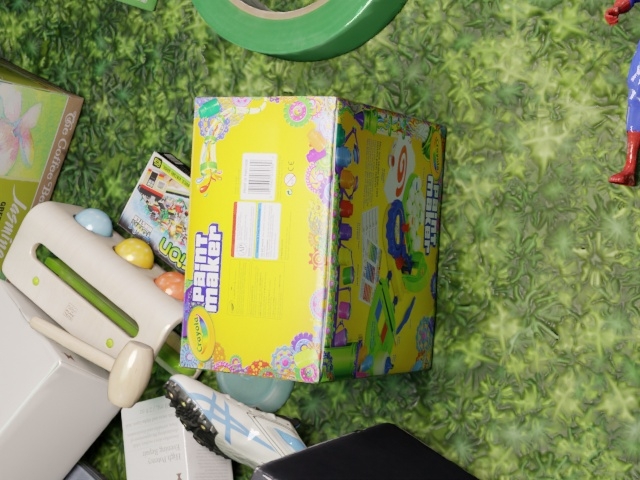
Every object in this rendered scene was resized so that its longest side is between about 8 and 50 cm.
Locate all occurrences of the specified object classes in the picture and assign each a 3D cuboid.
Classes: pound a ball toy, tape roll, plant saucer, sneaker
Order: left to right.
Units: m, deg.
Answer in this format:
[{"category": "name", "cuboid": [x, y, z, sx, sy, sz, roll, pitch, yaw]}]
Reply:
[{"category": "pound a ball toy", "cuboid": [-0.261, 0.067, 1.661, 0.319, 0.208, 0.135, 35, 102, 28]}, {"category": "plant saucer", "cuboid": [-0.087, 0.162, 1.670, 0.119, 0.021, 0.119, -1, 88, 30]}, {"category": "sneaker", "cuboid": [-0.082, 0.228, 1.594, 0.237, 0.085, 0.086, 36, 64, -4]}, {"category": "tape roll", "cuboid": [-0.024, -0.381, 1.625, 0.321, 0.077, 0.321, -1, 88, 30]}]

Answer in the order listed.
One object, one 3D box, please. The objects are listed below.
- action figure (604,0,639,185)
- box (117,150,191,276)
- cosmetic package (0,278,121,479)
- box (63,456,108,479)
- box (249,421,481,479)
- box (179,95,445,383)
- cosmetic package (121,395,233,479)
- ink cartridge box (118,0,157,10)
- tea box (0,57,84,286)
[{"category": "action figure", "cuboid": [0.343, -0.200, 1.381, 0.091, 0.139, 0.280, 6, 88, 28]}, {"category": "box", "cuboid": [-0.158, -0.014, 1.708, 0.207, 0.036, 0.114, 36, 105, 26]}, {"category": "cosmetic package", "cuboid": [-0.439, 0.256, 1.715, 0.365, 0.155, 0.197, -49, 50, 5]}, {"category": "box", "cuboid": [-0.356, 0.372, 1.750, 0.233, 0.059, 0.183, 33, 88, 35]}, {"category": "box", "cuboid": [0.101, 0.524, 1.384, 0.480, 0.297, 0.471, 30, 108, 27]}, {"category": "box", "cuboid": [0.000, 0.000, 1.480, 0.177, 0.279, 0.289, 3, 89, 29]}, {"category": "cosmetic package", "cuboid": [-0.173, 0.311, 1.655, 0.117, 0.085, 0.231, -20, 69, 38]}, {"category": "ink cartridge box", "cuboid": [-0.266, -0.460, 1.689, 0.122, 0.211, 0.289, 26, 99, 29]}, {"category": "tea box", "cuboid": [-0.537, -0.094, 1.760, 0.220, 0.323, 0.329, 27, 102, 28]}]
